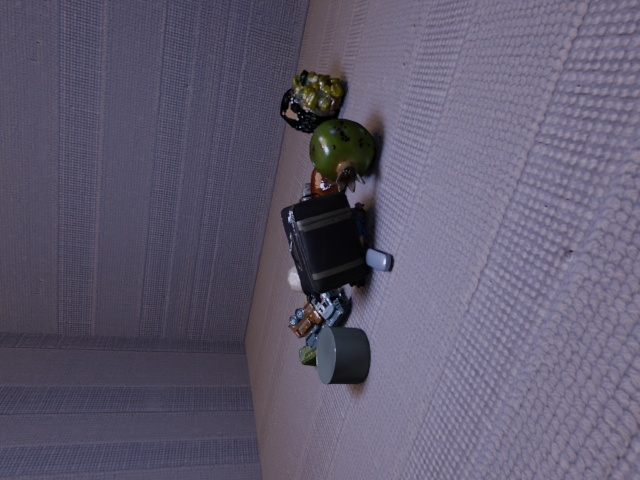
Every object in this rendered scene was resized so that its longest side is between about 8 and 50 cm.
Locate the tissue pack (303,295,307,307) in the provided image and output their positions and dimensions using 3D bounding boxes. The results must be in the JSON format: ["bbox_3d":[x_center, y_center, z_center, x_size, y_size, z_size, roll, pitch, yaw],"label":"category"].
[{"bbox_3d":[-0.023,0.360,2.118,0.222,0.091,0.186,-152,71,-72],"label":"tissue pack"}]

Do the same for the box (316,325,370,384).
[{"bbox_3d":[0.088,0.466,1.645,0.226,0.150,0.225,-173,90,-72],"label":"box"}]

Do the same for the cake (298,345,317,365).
[{"bbox_3d":[0.000,0.557,2.072,0.235,0.099,0.100,-42,39,32],"label":"cake"}]

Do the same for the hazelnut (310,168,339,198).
[{"bbox_3d":[0.043,-0.307,2.073,0.181,0.181,0.211,46,-133,-75],"label":"hazelnut"}]

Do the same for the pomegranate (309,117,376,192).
[{"bbox_3d":[0.094,-0.369,1.703,0.323,0.291,0.290,-92,16,-62],"label":"pomegranate"}]

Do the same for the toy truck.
[{"bbox_3d":[0.008,0.345,1.887,0.184,0.133,0.338,52,122,25],"label":"toy truck"}]

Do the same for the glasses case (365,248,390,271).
[{"bbox_3d":[0.220,0.074,1.558,0.178,0.045,0.067,-154,72,-72],"label":"glasses case"}]

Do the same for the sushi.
[{"bbox_3d":[-0.045,-0.794,2.260,0.285,0.330,0.327,111,162,-52],"label":"sushi"}]

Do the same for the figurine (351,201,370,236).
[{"bbox_3d":[0.159,-0.088,1.744,0.144,0.114,0.178,-51,42,18],"label":"figurine"}]

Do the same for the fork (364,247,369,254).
[{"bbox_3d":[0.183,0.067,1.727,0.115,0.012,0.016,118,146,-46],"label":"fork"}]

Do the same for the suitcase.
[{"bbox_3d":[0.014,0.020,1.643,0.194,0.284,0.432,-9,98,66],"label":"suitcase"}]

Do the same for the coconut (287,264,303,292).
[{"bbox_3d":[-0.084,0.196,2.113,0.161,0.163,0.160,1,-90,-72],"label":"coconut"}]

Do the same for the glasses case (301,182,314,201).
[{"bbox_3d":[-0.052,-0.221,2.272,0.354,0.085,0.136,52,-144,-80],"label":"glasses case"}]
